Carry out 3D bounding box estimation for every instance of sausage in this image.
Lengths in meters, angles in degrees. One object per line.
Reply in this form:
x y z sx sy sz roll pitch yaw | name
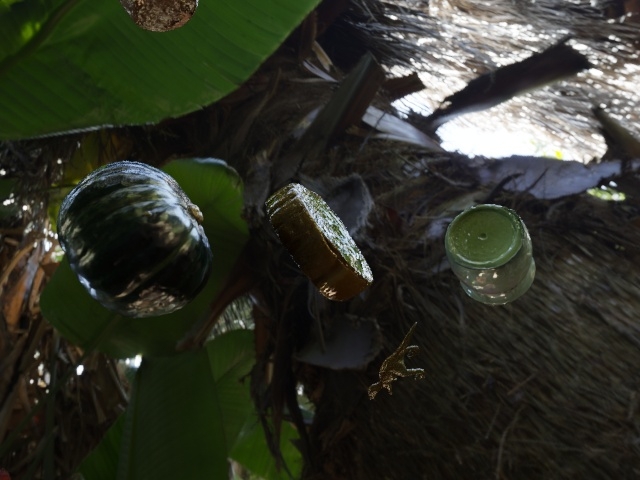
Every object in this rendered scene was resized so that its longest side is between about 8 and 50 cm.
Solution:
-0.288 -0.439 0.833 0.123 0.253 0.123 -30 -19 -12 | sausage

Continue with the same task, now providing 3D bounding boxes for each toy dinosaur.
0.144 0.244 1.068 0.126 0.039 0.162 -18 -61 -6 | toy dinosaur

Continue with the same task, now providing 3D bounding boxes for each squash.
-0.235 0.001 0.690 0.172 0.218 0.218 -21 -52 -16 | squash

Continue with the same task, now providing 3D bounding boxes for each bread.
0.000 0.000 0.899 0.070 0.236 0.236 -37 -52 10 | bread

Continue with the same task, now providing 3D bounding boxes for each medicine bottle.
0.309 0.027 0.970 0.147 0.147 0.143 -34 -40 3 | medicine bottle

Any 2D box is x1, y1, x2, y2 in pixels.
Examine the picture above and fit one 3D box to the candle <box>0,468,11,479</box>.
-0.254 0.192 0.378 0.048 0.162 0.053 38 -118 0 | candle
